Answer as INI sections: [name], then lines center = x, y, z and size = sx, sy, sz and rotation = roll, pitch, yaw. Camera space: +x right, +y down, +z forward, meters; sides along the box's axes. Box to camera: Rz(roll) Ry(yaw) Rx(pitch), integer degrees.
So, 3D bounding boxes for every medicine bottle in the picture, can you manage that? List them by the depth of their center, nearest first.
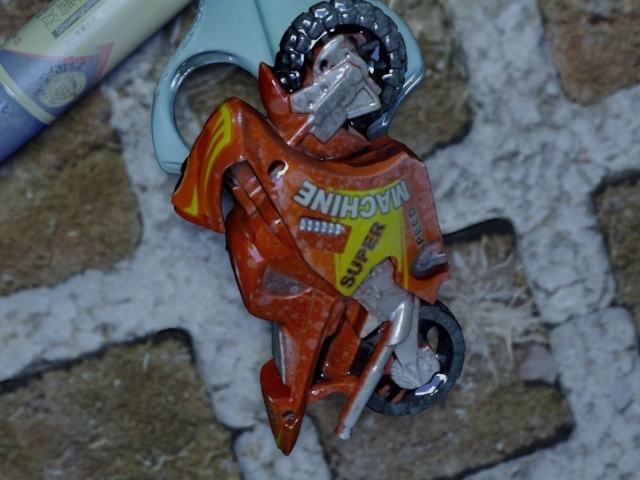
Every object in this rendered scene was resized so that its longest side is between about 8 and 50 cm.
[medicine bottle]
center = -0.158, -0.130, 0.605
size = 0.231, 0.059, 0.059
rotation = -40, 100, 5

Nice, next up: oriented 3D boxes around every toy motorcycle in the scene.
[toy motorcycle]
center = 0.002, 0.000, 0.603
size = 0.171, 0.089, 0.298
rotation = -21, 117, -12

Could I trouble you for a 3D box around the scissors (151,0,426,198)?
[scissors]
center = -0.052, -0.189, 0.554
size = 0.191, 0.029, 0.360
rotation = -20, 123, -3
